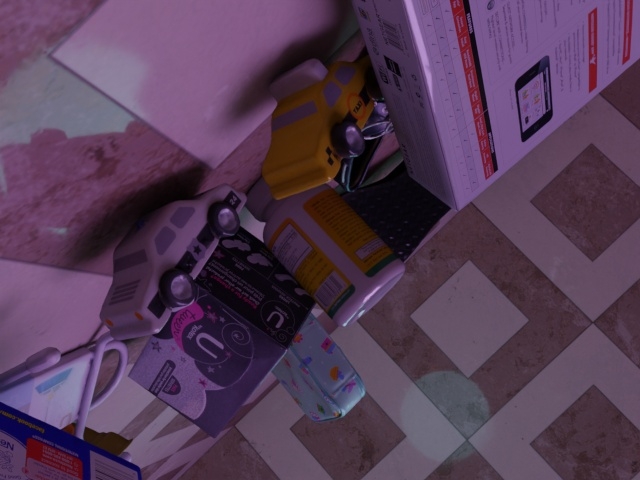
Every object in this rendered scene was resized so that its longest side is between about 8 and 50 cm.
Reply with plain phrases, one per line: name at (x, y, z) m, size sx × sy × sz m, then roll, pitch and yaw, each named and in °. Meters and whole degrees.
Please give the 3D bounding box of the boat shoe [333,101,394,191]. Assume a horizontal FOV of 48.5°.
boat shoe at (0.066, -0.158, 0.905) m, size 0.095 × 0.079 × 0.254 m, roll -32°, pitch 164°, yaw -43°

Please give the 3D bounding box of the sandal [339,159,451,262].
sandal at (0.120, -0.046, 1.312) m, size 0.445 × 0.168 × 0.107 m, roll -33°, pitch -167°, yaw -36°

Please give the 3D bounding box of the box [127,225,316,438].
box at (-0.136, 0.128, 0.982) m, size 0.247 × 0.163 × 0.142 m, roll -53°, pitch -177°, yaw 38°

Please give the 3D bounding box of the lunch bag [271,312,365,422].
lunch bag at (-0.036, 0.285, 1.652) m, size 0.108 × 0.279 × 0.224 m, roll -36°, pitch 177°, yaw -28°

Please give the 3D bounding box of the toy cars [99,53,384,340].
toy cars at (-0.082, -0.066, 0.708) m, size 0.393 × 0.087 × 0.176 m, roll -42°, pitch -155°, yaw -1°

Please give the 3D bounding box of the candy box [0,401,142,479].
candy box at (-0.362, 0.302, 0.647) m, size 0.317 × 0.268 × 0.122 m, roll -45°, pitch -147°, yaw 10°

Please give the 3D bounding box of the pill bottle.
pill bottle at (0.000, 0.000, 0.920) m, size 0.117 × 0.208 × 0.117 m, roll -41°, pitch 168°, yaw -11°

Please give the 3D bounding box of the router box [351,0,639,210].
router box at (0.183, -0.232, 0.653) m, size 0.301 × 0.082 × 0.335 m, roll -39°, pitch 142°, yaw -9°

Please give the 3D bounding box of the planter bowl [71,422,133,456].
planter bowl at (-0.392, 0.335, 1.049) m, size 0.217 × 0.090 × 0.217 m, roll -39°, pitch 180°, yaw 0°

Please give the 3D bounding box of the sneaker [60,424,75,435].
sneaker at (-0.444, 0.323, 0.929) m, size 0.262 × 0.099 × 0.121 m, roll -37°, pitch -173°, yaw -35°

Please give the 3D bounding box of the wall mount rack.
wall mount rack at (-0.294, 0.186, 0.813) m, size 0.350 × 0.130 × 0.304 m, roll -25°, pitch 139°, yaw -60°
